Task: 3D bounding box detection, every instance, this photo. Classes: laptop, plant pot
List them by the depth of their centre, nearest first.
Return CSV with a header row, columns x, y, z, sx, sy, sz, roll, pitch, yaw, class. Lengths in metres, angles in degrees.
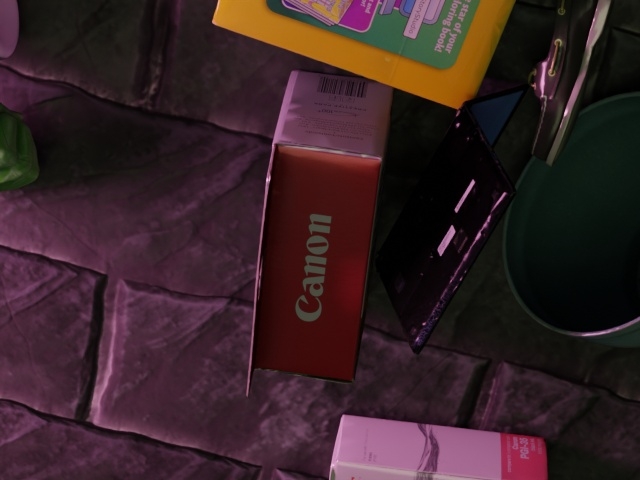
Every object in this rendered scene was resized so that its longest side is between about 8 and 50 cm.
x,y,z,sx,sy,sz,roll,pitch,yaw,class
0.173,-0.030,1.871,0.137,0.264,0.234,12,123,-26,laptop
0.385,0.002,1.897,0.293,0.293,0.196,-40,135,24,plant pot

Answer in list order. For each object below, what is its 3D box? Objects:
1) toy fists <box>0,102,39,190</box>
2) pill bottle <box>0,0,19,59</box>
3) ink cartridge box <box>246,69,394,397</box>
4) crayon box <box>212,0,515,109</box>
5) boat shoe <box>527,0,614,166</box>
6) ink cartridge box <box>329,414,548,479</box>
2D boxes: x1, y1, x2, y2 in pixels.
x,y,z,sx,sy,sz,roll,pitch,yaw,class
-0.433,-0.134,1.940,0.142,0.096,0.279,-1,157,22,toy fists
-0.488,-0.259,1.913,0.246,0.130,0.130,-7,119,11,pill bottle
0.000,0.000,1.922,0.130,0.272,0.309,7,121,3,ink cartridge box
0.084,-0.362,1.802,0.313,0.106,0.363,18,120,-5,crayon box
0.275,-0.200,1.871,0.069,0.081,0.227,18,101,10,boat shoe
0.151,0.357,2.198,0.283,0.117,0.207,7,120,2,ink cartridge box
